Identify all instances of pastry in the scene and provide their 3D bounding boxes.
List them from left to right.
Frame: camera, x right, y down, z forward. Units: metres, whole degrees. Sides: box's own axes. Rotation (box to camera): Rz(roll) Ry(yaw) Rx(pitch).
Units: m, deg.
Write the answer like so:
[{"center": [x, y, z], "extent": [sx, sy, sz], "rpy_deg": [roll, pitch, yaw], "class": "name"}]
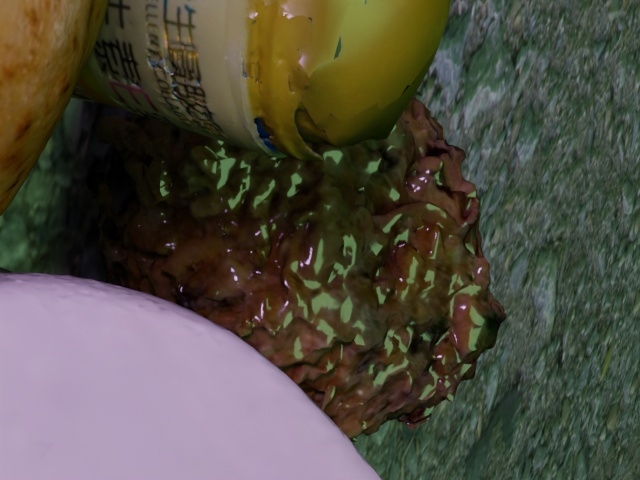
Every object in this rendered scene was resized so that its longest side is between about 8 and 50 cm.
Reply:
[{"center": [0.000, 0.000, 0.916], "extent": [0.275, 0.193, 0.274], "rpy_deg": [-43, 142, -47], "class": "pastry"}]

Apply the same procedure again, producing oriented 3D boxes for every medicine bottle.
[{"center": [-0.067, -0.105, 0.640], "extent": [0.124, 0.239, 0.124], "rpy_deg": [-39, 137, -50], "class": "medicine bottle"}]

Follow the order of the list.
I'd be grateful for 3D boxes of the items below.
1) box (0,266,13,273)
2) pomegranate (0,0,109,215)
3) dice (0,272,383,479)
[{"center": [-0.141, 0.094, 0.772], "extent": [0.055, 0.103, 0.243], "rpy_deg": [-55, 151, -28], "class": "box"}, {"center": [-0.161, -0.093, 0.481], "extent": [0.215, 0.215, 0.215], "rpy_deg": [-46, 144, -48], "class": "pomegranate"}, {"center": [-0.126, 0.209, 0.545], "extent": [0.304, 0.277, 0.304], "rpy_deg": [-32, 164, -32], "class": "dice"}]
